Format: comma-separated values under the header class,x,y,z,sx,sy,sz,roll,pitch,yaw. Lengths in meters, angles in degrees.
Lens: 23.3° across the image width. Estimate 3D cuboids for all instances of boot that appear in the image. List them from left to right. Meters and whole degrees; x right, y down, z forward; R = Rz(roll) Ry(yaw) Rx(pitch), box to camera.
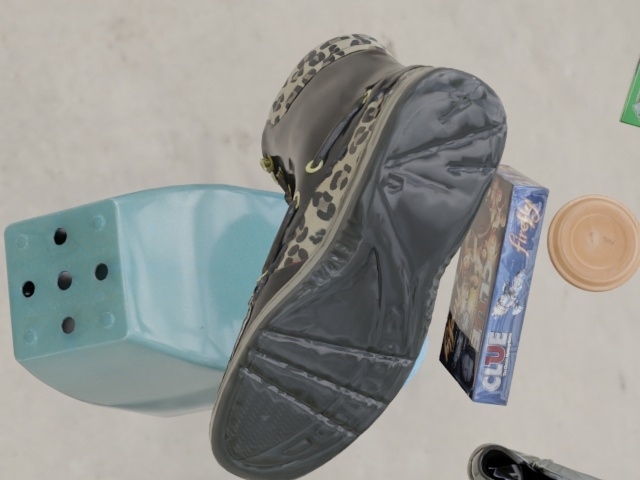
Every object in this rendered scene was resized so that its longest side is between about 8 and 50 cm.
class,x,y,z,sx,sy,sz,roll,pitch,yaw
boot,0.002,0.000,0.844,0.085,0.236,0.178,25,10,-22
boot,0.281,0.296,1.747,0.161,0.246,0.083,113,-2,-84

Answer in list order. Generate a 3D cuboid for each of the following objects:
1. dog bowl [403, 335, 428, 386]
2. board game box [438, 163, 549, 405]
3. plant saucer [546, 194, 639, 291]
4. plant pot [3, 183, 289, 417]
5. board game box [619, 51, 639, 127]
class,x,y,z,sx,sy,sz,roll,pitch,yaw
dog bowl,-0.003,0.165,2.040,0.074,0.297,0.166,51,30,-26
board game box,0.191,0.044,1.734,0.165,0.042,0.243,-128,-133,-76
plant saucer,0.233,0.002,1.309,0.013,0.083,0.083,127,-44,-78
plant pot,-0.129,0.043,1.212,0.234,0.166,0.165,15,65,-62
board game box,0.488,-0.257,1.754,0.046,0.213,0.317,-41,147,-75
